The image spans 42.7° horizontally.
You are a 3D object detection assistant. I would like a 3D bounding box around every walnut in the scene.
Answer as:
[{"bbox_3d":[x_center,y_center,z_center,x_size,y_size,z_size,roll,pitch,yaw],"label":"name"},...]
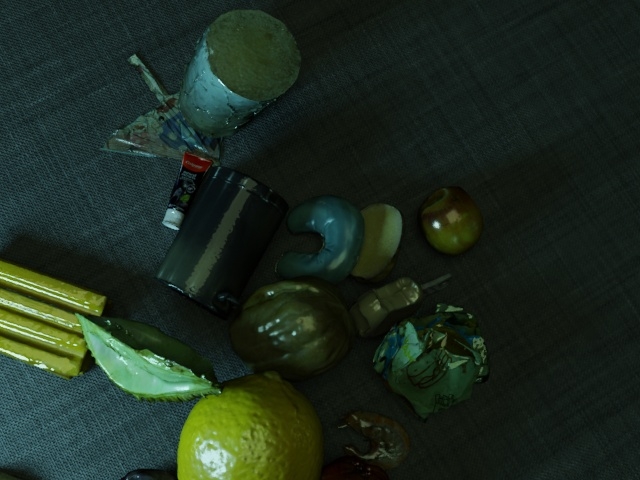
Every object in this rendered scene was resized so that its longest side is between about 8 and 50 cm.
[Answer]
[{"bbox_3d":[-0.059,0.205,1.835,0.283,0.283,0.227,19,34,-1],"label":"walnut"}]

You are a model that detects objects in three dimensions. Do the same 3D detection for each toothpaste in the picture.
[{"bbox_3d":[-0.329,-0.122,1.977,0.071,0.045,0.193,21,74,-2],"label":"toothpaste"}]

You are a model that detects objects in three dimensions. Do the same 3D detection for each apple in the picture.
[{"bbox_3d":[0.314,-0.044,1.980,0.146,0.163,0.147,-41,107,1],"label":"apple"}]

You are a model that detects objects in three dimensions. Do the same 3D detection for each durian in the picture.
[{"bbox_3d":[-0.348,0.238,1.734,0.394,0.198,0.163,20,50,34],"label":"durian"}]

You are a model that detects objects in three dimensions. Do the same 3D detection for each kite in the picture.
[{"bbox_3d":[-0.364,-0.319,2.030,0.406,0.014,0.368,-38,84,-11],"label":"kite"}]

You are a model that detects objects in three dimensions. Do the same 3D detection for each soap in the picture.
[{"bbox_3d":[-0.661,0.171,1.858,0.324,0.096,0.204,20,77,0],"label":"soap"}]

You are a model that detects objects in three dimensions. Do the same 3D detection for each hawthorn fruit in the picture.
[{"bbox_3d":[0.060,0.584,1.798,0.185,0.185,0.202,18,93,-1],"label":"hawthorn fruit"}]

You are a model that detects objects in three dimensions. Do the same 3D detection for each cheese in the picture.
[{"bbox_3d":[0.196,0.136,1.921,0.286,0.163,0.082,-23,66,-25],"label":"cheese"}]

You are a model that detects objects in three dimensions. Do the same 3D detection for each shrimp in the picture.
[{"bbox_3d":[0.116,0.463,1.888,0.187,0.051,0.132,25,77,-2],"label":"shrimp"}]

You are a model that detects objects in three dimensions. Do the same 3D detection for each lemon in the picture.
[{"bbox_3d":[-0.148,0.452,1.730,0.336,0.336,0.336,1,78,-5],"label":"lemon"}]

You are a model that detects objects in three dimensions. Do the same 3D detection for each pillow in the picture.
[{"bbox_3d":[0.000,0.000,1.941,0.214,0.086,0.233,4,75,23],"label":"pillow"}]

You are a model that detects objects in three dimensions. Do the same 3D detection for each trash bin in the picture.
[{"bbox_3d":[-0.230,0.007,1.879,0.252,0.203,0.301,17,75,40],"label":"trash bin"}]

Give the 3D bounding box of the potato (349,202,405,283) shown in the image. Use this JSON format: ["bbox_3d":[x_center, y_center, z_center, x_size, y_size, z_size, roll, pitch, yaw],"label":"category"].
[{"bbox_3d":[0.139,0.012,1.965,0.164,0.081,0.200,12,78,34],"label":"potato"}]

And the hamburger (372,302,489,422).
[{"bbox_3d":[0.272,0.278,1.863,0.276,0.150,0.260,-31,104,-8],"label":"hamburger"}]

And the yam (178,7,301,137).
[{"bbox_3d":[-0.199,-0.373,1.886,0.241,0.348,0.241,4,78,-22],"label":"yam"}]

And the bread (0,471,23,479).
[{"bbox_3d":[-0.693,0.561,1.811,0.152,0.105,0.077,29,74,-31],"label":"bread"}]

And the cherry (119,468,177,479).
[{"bbox_3d":[-0.368,0.580,1.754,0.195,0.195,0.195,1,78,-5],"label":"cherry"}]
